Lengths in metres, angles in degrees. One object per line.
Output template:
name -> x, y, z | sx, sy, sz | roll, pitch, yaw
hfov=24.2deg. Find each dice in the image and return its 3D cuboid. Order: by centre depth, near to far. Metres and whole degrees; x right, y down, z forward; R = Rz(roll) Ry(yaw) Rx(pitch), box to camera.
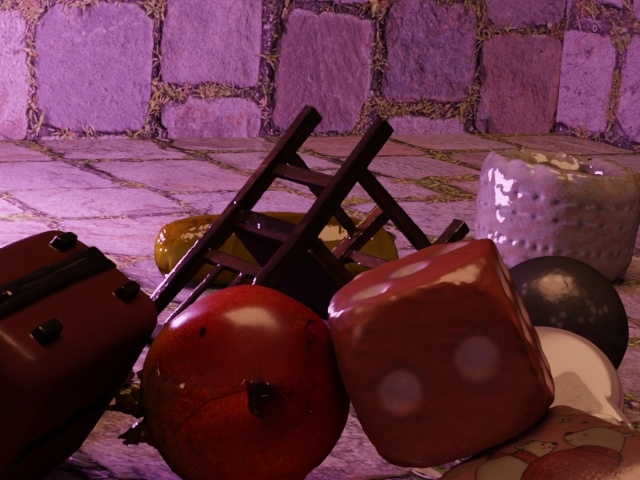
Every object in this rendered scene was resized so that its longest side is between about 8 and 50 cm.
dice -> 0.119, 0.106, 1.439 | 0.179, 0.175, 0.174 | -18, 9, 11

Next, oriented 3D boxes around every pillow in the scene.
pillow -> 0.220, 0.231, 1.344 | 0.223, 0.084, 0.236 | -34, 29, -30

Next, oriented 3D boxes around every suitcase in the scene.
suitcase -> -0.299, 0.127, 1.402 | 0.161, 0.236, 0.297 | 36, 19, 7

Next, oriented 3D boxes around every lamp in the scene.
lamp -> 0.238, 0.191, 1.554 | 0.179, 0.108, 0.246 | -26, 41, -9
lamp -> 0.220, 0.124, 1.837 | 0.313, 0.182, 0.182 | -14, 6, 18

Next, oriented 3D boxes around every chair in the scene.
chair -> -0.026, 0.051, 2.060 | 0.203, 0.416, 0.240 | 18, -26, 48

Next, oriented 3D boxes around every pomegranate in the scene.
pomegranate -> -0.086, 0.148, 1.453 | 0.235, 0.210, 0.210 | -8, 8, 18

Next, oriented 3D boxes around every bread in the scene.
bread -> -0.069, 0.010, 2.352 | 0.383, 0.112, 0.166 | 3, 12, -2

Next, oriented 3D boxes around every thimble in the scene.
thimble -> 0.411, -0.044, 2.566 | 0.291, 0.195, 0.291 | 8, 11, -2

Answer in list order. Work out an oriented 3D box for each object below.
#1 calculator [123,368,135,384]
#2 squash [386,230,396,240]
calculator -> -0.344, 0.155, 1.738 | 0.194, 0.043, 0.294 | 8, 11, 24
squash -> 0.002, 0.000, 2.518 | 0.318, 0.071, 0.080 | -3, 12, -28
